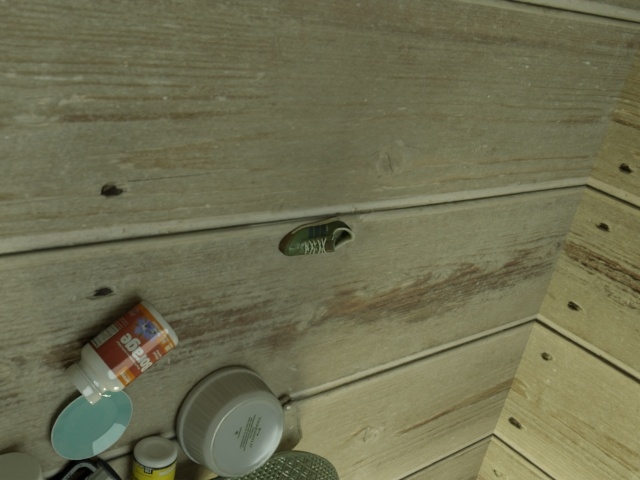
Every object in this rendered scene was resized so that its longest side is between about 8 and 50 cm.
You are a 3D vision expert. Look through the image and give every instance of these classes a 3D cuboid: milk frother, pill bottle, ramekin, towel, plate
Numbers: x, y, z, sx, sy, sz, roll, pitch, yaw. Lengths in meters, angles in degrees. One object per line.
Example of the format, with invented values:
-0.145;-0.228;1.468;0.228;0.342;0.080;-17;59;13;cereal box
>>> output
-0.514;0.568;1.615;0.135;0.143;0.129;-44;134;-14;milk frother
-0.404;0.572;1.754;0.103;0.103;0.184;-10;121;-40;pill bottle
-0.212;0.462;1.820;0.273;0.127;0.272;-14;114;-34;ramekin
-0.623;0.583;1.503;0.162;0.162;0.278;-21;128;-34;pill bottle
-0.412;0.234;1.510;0.216;0.121;0.121;-40;137;-18;pill bottle
-0.174;0.561;2.018;0.282;0.049;0.187;-28;131;-27;towel
-0.504;0.398;1.604;0.188;0.024;0.188;-25;131;-33;plate

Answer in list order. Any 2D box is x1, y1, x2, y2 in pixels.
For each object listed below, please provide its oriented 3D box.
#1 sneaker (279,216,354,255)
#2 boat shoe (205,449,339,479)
0.000;0.000;1.789;0.192;0.086;0.064;-23;130;-33;sneaker
-0.172;0.675;1.922;0.500;0.186;0.156;-4;158;-35;boat shoe
